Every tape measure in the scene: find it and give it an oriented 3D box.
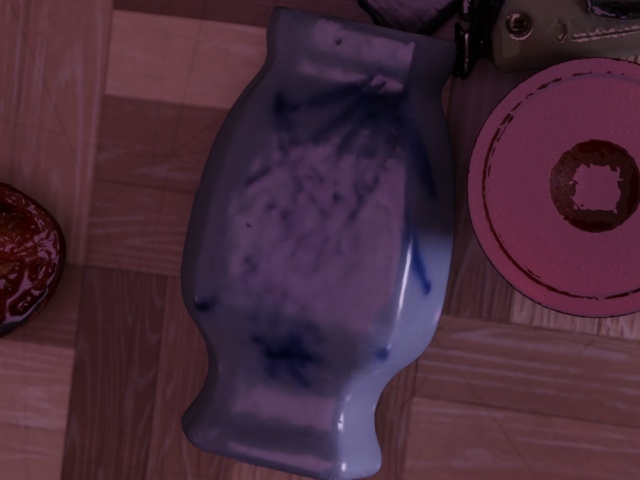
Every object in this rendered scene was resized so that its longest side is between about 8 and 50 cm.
[{"bbox_3d":[0.234,-0.273,1.579,0.271,0.133,0.231,-9,108,3],"label":"tape measure"}]

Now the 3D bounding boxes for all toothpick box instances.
[{"bbox_3d":[0.231,-0.051,1.519,0.204,0.333,0.204,0,94,6],"label":"toothpick box"}]

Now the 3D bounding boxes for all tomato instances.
[{"bbox_3d":[-0.323,0.024,1.720,0.174,0.082,0.166,8,91,11],"label":"tomato"}]

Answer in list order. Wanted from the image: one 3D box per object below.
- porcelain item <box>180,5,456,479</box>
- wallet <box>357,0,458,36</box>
[{"bbox_3d":[0.000,0.000,1.630,0.242,0.178,0.405,12,95,8],"label":"porcelain item"},{"bbox_3d":[0.140,-0.339,1.655,0.321,0.044,0.170,-42,95,11],"label":"wallet"}]
